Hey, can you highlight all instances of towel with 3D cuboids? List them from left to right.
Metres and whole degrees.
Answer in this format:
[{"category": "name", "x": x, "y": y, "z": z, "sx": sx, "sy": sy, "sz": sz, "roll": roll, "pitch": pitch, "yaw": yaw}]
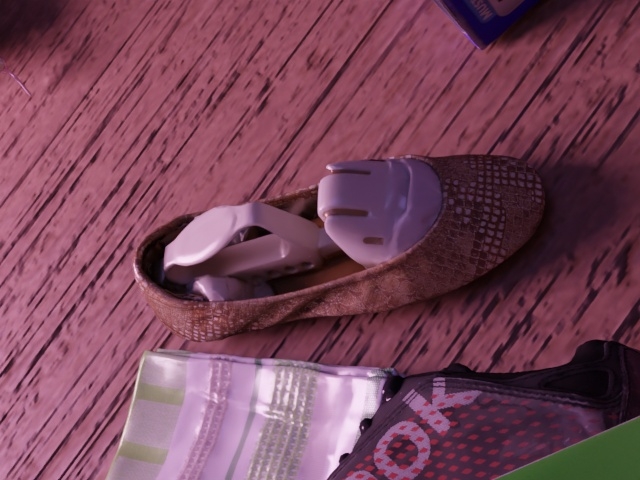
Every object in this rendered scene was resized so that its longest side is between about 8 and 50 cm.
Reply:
[{"category": "towel", "x": -0.038, "y": 0.105, "z": 0.718, "sx": 0.152, "sy": 0.023, "sz": 0.113, "roll": 3, "pitch": 67, "yaw": 35}]

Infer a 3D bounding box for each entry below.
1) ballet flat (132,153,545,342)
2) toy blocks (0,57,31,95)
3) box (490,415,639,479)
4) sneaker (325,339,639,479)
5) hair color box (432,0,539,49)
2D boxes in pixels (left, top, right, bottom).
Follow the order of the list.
[{"category": "ballet flat", "x": 0.000, "y": 0.000, "z": 0.721, "sx": 0.206, "sy": 0.067, "sz": 0.073, "roll": -20, "pitch": 56, "yaw": 23}, {"category": "toy blocks", "x": -0.320, "y": -0.206, "z": 0.906, "sx": 0.260, "sy": 0.288, "sz": 0.309, "roll": 23, "pitch": 76, "yaw": 43}, {"category": "box", "x": 0.057, "y": 0.190, "z": 0.473, "sx": 0.262, "sy": 0.231, "sz": 0.127, "roll": -27, "pitch": 51, "yaw": 19}, {"category": "sneaker", "x": 0.034, "y": 0.125, "z": 0.609, "sx": 0.276, "sy": 0.097, "sz": 0.135, "roll": -30, "pitch": 37, "yaw": 21}, {"category": "hair color box", "x": 0.139, "y": -0.277, "z": 0.756, "sx": 0.339, "sy": 0.110, "sz": 0.185, "roll": -40, "pitch": 52, "yaw": 6}]
